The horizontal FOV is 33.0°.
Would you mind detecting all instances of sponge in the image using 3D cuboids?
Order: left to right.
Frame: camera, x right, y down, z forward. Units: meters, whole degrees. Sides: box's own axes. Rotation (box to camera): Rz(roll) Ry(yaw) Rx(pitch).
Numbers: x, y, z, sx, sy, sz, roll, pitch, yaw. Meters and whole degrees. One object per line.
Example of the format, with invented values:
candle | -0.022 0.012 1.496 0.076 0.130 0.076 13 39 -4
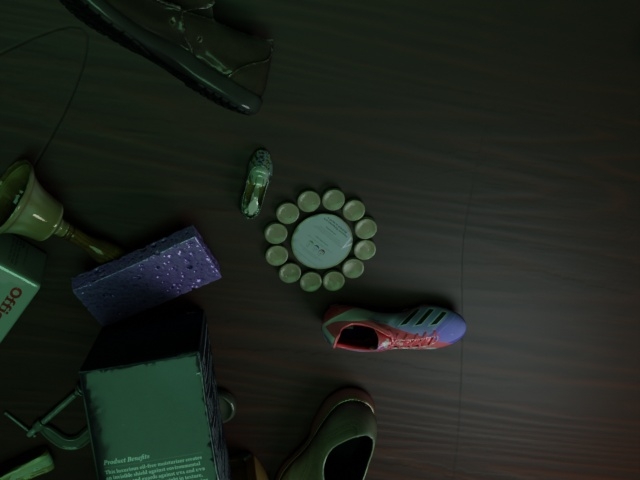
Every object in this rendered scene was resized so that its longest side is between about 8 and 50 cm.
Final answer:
sponge | -0.269 0.058 1.682 0.210 0.031 0.117 -23 143 4

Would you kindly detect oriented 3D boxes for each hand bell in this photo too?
hand bell | -0.374 -0.011 1.634 0.242 0.126 0.126 32 109 -35

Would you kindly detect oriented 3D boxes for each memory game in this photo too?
memory game | 0.000 0.000 1.727 0.186 0.012 0.186 -3 116 -6

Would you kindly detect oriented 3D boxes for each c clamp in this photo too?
c clamp | -0.423 0.291 1.808 0.160 0.022 0.137 -35 116 10

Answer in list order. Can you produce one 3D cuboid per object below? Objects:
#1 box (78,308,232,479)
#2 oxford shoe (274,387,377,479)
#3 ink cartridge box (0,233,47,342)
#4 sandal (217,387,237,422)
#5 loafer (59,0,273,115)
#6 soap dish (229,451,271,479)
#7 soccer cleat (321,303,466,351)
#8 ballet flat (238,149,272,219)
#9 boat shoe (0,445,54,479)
box | -0.241 0.284 1.638 0.182 0.296 0.294 -8 98 -4
oxford shoe | -0.001 0.426 1.875 0.123 0.130 0.348 15 114 -15
ink cartridge box | -0.576 0.050 1.612 0.272 0.114 0.197 32 108 -22
sandal | -0.245 0.312 1.822 0.219 0.060 0.090 -14 118 -1
loafer | -0.215 -0.312 1.491 0.366 0.134 0.130 31 85 -31
soap dish | -0.218 0.462 1.814 0.290 0.229 0.118 -9 106 -4
soccer cleat | 0.123 0.153 1.775 0.247 0.095 0.083 5 116 -10
ballet flat | -0.097 -0.082 1.657 0.041 0.041 0.114 11 114 -13
boat shoe | -0.515 0.398 1.832 0.135 0.050 0.045 -24 112 4
